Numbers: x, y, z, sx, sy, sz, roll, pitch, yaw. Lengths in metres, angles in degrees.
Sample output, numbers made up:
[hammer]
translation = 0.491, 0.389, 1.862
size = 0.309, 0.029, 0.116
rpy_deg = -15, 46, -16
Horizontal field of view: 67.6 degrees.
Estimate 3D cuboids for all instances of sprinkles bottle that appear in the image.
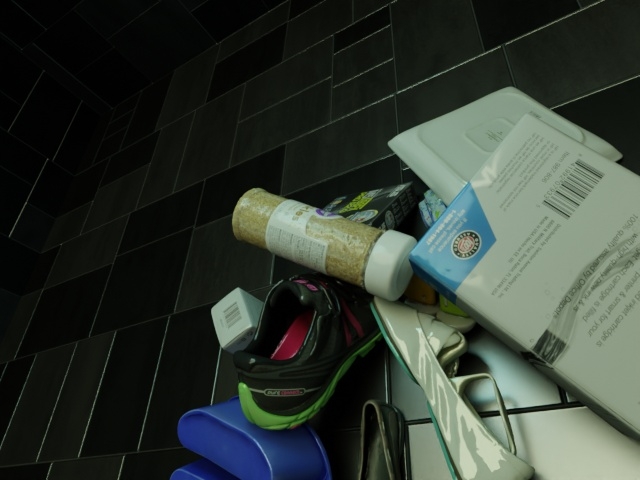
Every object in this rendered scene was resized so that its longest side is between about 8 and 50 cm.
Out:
[sprinkles bottle]
translation = 0.000, 0.000, 0.909
size = 0.356, 0.121, 0.121
rpy_deg = 19, 72, 27

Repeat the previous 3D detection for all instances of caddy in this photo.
[caddy]
translation = -0.132, 0.442, 0.921
size = 0.342, 0.179, 0.241
rpy_deg = 7, 89, 40

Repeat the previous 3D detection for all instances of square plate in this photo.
[square plate]
translation = 0.366, -0.207, 1.011
size = 0.344, 0.049, 0.347
rpy_deg = -25, 45, -5

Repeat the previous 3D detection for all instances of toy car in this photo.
[toy car]
translation = 0.246, 0.080, 0.929
size = 0.136, 0.159, 0.182
rpy_deg = -29, 31, -37

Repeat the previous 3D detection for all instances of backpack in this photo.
[backpack]
translation = 0.271, -0.056, 1.020
size = 0.084, 0.105, 0.114
rpy_deg = -45, 35, 36

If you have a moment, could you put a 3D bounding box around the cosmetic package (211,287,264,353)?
[cosmetic package]
translation = -0.119, 0.206, 1.034
size = 0.086, 0.231, 0.117
rpy_deg = -38, 44, 9

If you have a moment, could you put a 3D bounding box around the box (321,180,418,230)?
[box]
translation = 0.078, -0.047, 1.088
size = 0.217, 0.060, 0.270
rpy_deg = -9, 20, 34

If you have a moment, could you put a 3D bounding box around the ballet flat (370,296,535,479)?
[ballet flat]
translation = 0.222, 0.236, 0.820
size = 0.139, 0.139, 0.400
rpy_deg = -34, 53, 13

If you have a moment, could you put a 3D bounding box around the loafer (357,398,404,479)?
[loafer]
translation = 0.095, 0.412, 0.827
size = 0.096, 0.084, 0.267
rpy_deg = -17, 51, 28

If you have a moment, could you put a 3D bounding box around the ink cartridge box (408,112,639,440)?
[ink cartridge box]
translation = 0.376, 0.050, 0.707
size = 0.395, 0.166, 0.285
rpy_deg = 40, 88, 20

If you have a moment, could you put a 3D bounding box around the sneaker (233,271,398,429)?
[sneaker]
translation = 0.011, 0.139, 0.941
size = 0.186, 0.202, 0.482
rpy_deg = 3, 35, 34
